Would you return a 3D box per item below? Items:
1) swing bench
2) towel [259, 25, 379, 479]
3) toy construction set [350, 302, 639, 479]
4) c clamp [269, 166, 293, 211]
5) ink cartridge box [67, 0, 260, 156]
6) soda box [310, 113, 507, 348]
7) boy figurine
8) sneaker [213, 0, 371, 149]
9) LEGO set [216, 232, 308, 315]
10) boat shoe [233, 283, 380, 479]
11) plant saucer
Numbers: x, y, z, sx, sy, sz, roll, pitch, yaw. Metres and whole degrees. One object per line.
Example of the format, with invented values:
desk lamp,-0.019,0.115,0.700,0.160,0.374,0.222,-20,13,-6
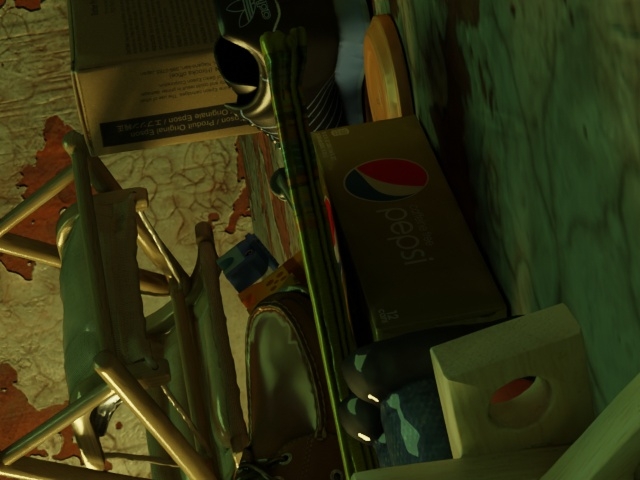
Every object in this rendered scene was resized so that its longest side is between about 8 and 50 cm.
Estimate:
swing bench,-0.164,0.092,1.319,0.255,0.165,0.253,35,-150,-43
towel,0.006,0.028,0.701,0.102,0.021,0.237,72,-173,-86
toy construction set,0.059,0.181,0.315,0.215,0.151,0.327,53,-158,-38
c clamp,0.000,0.000,1.085,0.137,0.022,0.160,60,-178,26
ink cartridge box,-0.116,-0.173,1.344,0.234,0.193,0.088,-106,8,-56
soda box,0.038,0.011,0.734,0.181,0.058,0.061,-109,10,-57
boy figurine,0.069,0.170,0.532,0.177,0.092,0.285,92,167,-65
sneaker,-0.020,-0.100,0.991,0.232,0.090,0.081,91,167,-64
LEGO set,-0.017,0.037,1.314,0.087,0.093,0.227,51,180,-25
boat shoe,-0.010,0.182,1.144,0.111,0.104,0.307,-29,73,50
plant saucer,0.036,-0.080,0.842,0.083,0.013,0.083,170,90,-86
